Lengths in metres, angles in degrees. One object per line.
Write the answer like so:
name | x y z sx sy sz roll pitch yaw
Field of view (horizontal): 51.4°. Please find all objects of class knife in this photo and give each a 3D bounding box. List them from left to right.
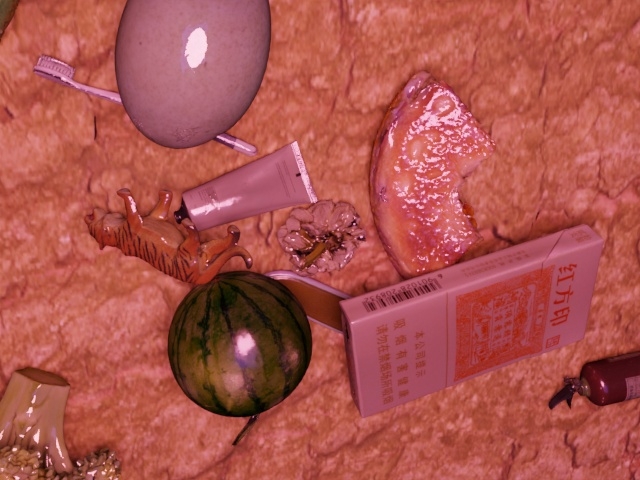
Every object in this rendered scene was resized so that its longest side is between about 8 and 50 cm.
knife | 0.055 0.118 0.972 0.343 0.027 0.061 25 106 -15

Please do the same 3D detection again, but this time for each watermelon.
watermelon | -0.100 0.145 0.873 0.188 0.188 0.214 -19 111 -2

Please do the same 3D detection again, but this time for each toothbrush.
toothbrush | -0.214 -0.167 0.842 0.288 0.024 0.026 20 89 -13

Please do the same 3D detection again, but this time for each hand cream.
hand cream | -0.103 -0.061 0.880 0.186 0.054 0.087 -20 97 -8

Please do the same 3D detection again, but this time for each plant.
plant | 0.000 0.000 0.881 0.117 0.122 0.104 -34 98 11

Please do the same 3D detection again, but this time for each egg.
egg | -0.144 -0.218 0.758 0.169 0.169 0.236 14 109 -13

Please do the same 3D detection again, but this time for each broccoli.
broccoli | -0.408 0.320 0.868 0.259 0.235 0.288 -52 144 10

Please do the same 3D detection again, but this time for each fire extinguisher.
fire extinguisher | 0.477 0.225 1.054 0.231 0.071 0.099 -13 137 -4

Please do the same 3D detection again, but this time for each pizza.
pizza | 0.144 -0.073 0.893 0.162 0.085 0.305 3 111 7

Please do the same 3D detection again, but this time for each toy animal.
toy animal | -0.192 -0.004 0.838 0.241 0.057 0.099 24 119 14

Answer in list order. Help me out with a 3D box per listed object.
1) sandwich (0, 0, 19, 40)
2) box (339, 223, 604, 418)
sandwich | -0.416 -0.266 0.710 0.109 0.160 0.184 19 96 5
box | 0.212 0.114 0.929 0.366 0.051 0.204 -17 130 -10
